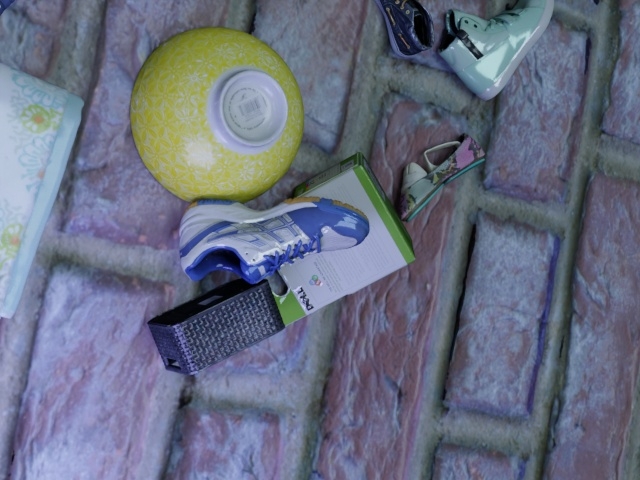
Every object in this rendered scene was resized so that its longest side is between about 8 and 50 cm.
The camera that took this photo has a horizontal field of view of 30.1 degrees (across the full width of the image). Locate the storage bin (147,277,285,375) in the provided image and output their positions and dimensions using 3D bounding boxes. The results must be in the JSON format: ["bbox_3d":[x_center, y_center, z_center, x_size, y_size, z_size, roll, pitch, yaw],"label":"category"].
[{"bbox_3d":[-0.161,0.130,1.844,0.180,0.122,0.084,-26,102,-26],"label":"storage bin"}]

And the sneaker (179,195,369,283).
[{"bbox_3d":[-0.072,0.012,1.829,0.296,0.112,0.131,-3,55,8],"label":"sneaker"}]

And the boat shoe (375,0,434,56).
[{"bbox_3d":[0.142,-0.406,2.030,0.065,0.083,0.183,-27,102,-26],"label":"boat shoe"}]

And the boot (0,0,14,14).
[{"bbox_3d":[-0.525,-0.388,1.692,0.190,0.069,0.086,50,61,-27],"label":"boot"}]

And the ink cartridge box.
[{"bbox_3d":[0.000,0.000,1.957,0.255,0.097,0.188,-28,105,10],"label":"ink cartridge box"}]

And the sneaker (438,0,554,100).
[{"bbox_3d":[0.310,-0.393,2.115,0.151,0.094,0.256,39,71,-19],"label":"sneaker"}]

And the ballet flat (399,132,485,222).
[{"bbox_3d":[0.196,-0.116,2.072,0.221,0.077,0.079,-38,88,-28],"label":"ballet flat"}]

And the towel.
[{"bbox_3d":[-0.536,-0.088,1.666,0.320,0.090,0.374,22,79,-27],"label":"towel"}]

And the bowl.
[{"bbox_3d":[-0.133,-0.197,1.843,0.289,0.156,0.289,0,90,-29],"label":"bowl"}]
